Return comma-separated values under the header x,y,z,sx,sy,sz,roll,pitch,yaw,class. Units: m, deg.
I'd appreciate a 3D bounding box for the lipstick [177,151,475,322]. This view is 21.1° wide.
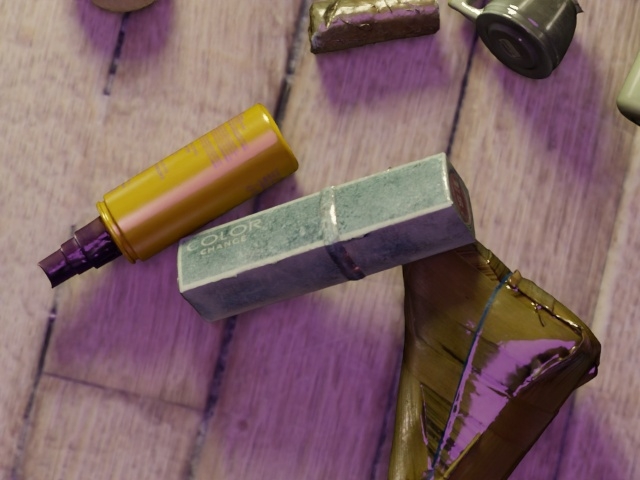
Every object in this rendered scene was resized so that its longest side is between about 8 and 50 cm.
x,y,z,sx,sy,sz,roll,pitch,yaw,class
0.000,0.000,1.650,0.290,0.076,0.077,-17,52,16,lipstick

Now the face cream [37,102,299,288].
x,y,z,sx,sy,sz,roll,pitch,yaw,class
-0.156,-0.035,1.699,0.273,0.078,0.078,-31,86,-1,face cream

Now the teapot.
x,y,z,sx,sy,sz,roll,pitch,yaw,class
0.202,-0.230,1.698,0.124,0.092,0.091,42,72,-2,teapot

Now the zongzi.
x,y,z,sx,sy,sz,roll,pitch,yaw,class
0.094,0.110,1.673,0.289,0.123,0.260,38,92,18,zongzi

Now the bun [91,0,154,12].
x,y,z,sx,sy,sz,roll,pitch,yaw,class
-0.203,-0.287,1.722,0.115,0.069,0.115,0,87,3,bun

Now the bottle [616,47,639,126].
x,y,z,sx,sy,sz,roll,pitch,yaw,class
0.432,-0.242,1.618,0.229,0.229,0.351,23,93,3,bottle

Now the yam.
x,y,z,sx,sy,sz,roll,pitch,yaw,class
0.051,-0.221,1.719,0.132,0.054,0.054,-8,86,1,yam
